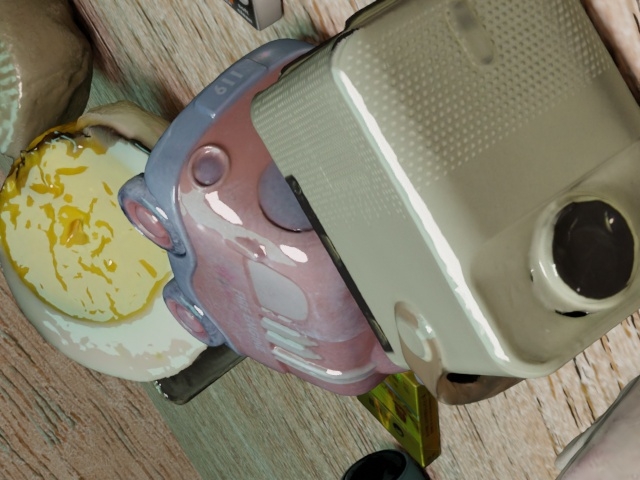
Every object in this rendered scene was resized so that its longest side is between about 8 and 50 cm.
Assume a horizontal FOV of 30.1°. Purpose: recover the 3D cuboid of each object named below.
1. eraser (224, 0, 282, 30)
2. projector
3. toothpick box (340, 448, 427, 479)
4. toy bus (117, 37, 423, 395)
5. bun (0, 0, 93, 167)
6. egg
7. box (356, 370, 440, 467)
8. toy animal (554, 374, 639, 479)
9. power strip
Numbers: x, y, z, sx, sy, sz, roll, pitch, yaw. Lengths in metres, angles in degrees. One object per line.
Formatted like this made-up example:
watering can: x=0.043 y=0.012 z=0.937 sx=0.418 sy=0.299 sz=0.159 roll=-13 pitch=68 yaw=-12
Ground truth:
eraser: x=-0.079 y=-0.225 z=0.972 sx=0.122 sy=0.029 sz=0.052 roll=45 pitch=161 yaw=28
projector: x=0.090 y=-0.030 z=0.683 sx=0.242 sy=0.163 sz=0.177 roll=61 pitch=163 yaw=-7
toothpick box: x=0.098 y=0.351 z=1.456 sx=0.120 sy=0.120 sz=0.184 roll=19 pitch=139 yaw=62
toy bus: x=0.000 y=0.000 z=0.950 sx=0.232 sy=0.197 sz=0.294 roll=32 pitch=153 yaw=29
bun: x=-0.403 y=-0.238 z=1.511 sx=0.282 sy=0.205 sz=0.281 roll=11 pitch=113 yaw=27
egg: x=-0.205 y=-0.014 z=1.402 sx=0.337 sy=0.201 sz=0.337 roll=14 pitch=123 yaw=24
box: x=0.078 y=0.159 z=1.293 sx=0.121 sy=0.030 sz=0.193 roll=44 pitch=159 yaw=31
toy animal: x=0.255 y=0.221 z=0.751 sx=0.282 sy=0.138 sz=0.140 roll=55 pitch=-165 yaw=9
power strip: x=-0.167 y=0.082 z=1.543 sx=0.198 sy=0.213 sz=0.064 roll=52 pitch=136 yaw=4
